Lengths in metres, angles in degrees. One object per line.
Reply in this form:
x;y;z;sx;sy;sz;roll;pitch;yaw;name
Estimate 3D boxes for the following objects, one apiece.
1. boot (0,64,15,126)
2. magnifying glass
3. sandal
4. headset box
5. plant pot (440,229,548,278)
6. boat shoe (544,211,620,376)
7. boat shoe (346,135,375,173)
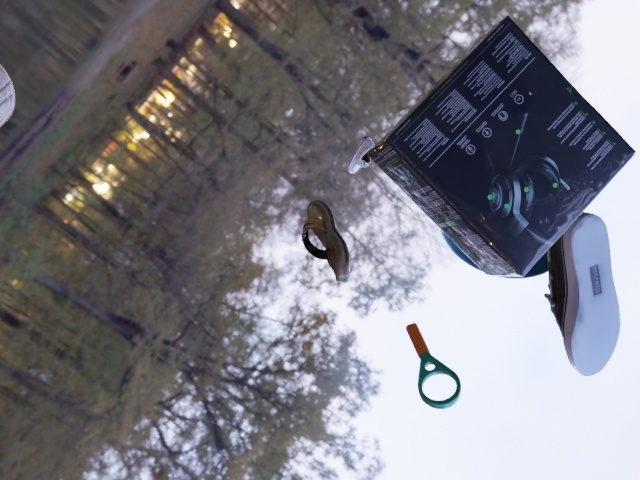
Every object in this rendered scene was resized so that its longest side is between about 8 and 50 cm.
-0.438;-0.221;0.708;0.095;0.203;0.262;-46;169;-9;boot
0.239;0.272;1.533;0.092;0.026;0.231;-20;-139;-1;magnifying glass
0.000;0.000;0.979;0.049;0.072;0.180;-12;-146;-8;sandal
0.258;-0.117;0.986;0.246;0.283;0.131;-47;-176;-8;headset box
0.446;-0.082;1.619;0.290;0.290;0.195;-30;-157;47;plant pot
0.466;0.095;1.278;0.113;0.306;0.105;-18;-166;-16;boat shoe
0.081;-0.158;1.342;0.035;0.035;0.100;-22;156;-34;boat shoe
